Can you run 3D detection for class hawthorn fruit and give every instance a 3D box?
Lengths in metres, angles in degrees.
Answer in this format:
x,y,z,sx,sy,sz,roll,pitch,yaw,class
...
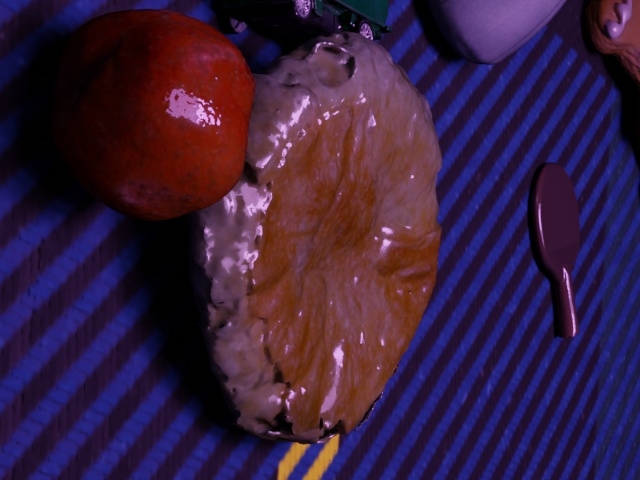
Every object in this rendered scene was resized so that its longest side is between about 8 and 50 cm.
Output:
x,y,z,sx,sy,sz,roll,pitch,yaw,class
-0.097,-0.075,0.974,0.128,0.128,0.128,8,81,-60,hawthorn fruit

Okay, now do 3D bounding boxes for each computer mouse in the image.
x,y,z,sx,sy,sz,roll,pitch,yaw,class
0.182,-0.322,1.491,0.188,0.122,0.371,51,42,-48,computer mouse

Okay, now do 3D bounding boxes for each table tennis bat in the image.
x,y,z,sx,sy,sz,roll,pitch,yaw,class
0.274,0.005,1.621,0.107,0.119,0.170,-15,99,-60,table tennis bat

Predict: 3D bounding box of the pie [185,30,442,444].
x,y,z,sx,sy,sz,roll,pitch,yaw,class
0.000,0.000,1.154,0.306,0.071,0.306,-25,121,-52,pie

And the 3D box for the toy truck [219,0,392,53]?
x,y,z,sx,sy,sz,roll,pitch,yaw,class
-0.010,-0.171,1.181,0.147,0.065,0.079,13,74,-60,toy truck

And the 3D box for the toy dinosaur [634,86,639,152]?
x,y,z,sx,sy,sz,roll,pitch,yaw,class
0.358,-0.127,1.866,0.162,0.039,0.126,48,49,-41,toy dinosaur

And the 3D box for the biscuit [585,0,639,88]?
x,y,z,sx,sy,sz,roll,pitch,yaw,class
0.387,-0.192,1.856,0.301,0.049,0.197,50,46,-32,biscuit
